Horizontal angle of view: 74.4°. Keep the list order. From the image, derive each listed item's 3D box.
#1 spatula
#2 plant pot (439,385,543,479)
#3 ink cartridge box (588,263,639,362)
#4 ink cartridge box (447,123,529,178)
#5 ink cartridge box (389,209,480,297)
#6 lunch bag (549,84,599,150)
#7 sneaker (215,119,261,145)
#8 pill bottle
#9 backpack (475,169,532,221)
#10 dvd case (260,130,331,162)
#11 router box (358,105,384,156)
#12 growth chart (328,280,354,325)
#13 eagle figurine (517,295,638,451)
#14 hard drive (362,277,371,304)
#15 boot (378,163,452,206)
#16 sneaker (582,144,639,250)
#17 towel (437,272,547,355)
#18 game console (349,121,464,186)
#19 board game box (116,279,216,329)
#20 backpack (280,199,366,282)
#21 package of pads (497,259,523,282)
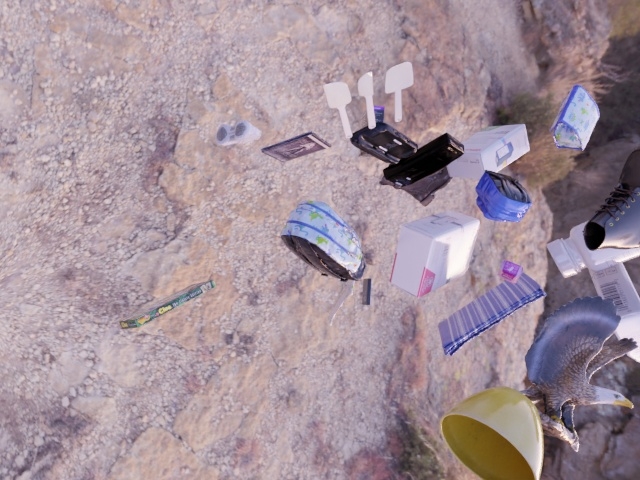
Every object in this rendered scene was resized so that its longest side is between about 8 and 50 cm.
[{"bbox_3d":[0.106,-0.280,0.875,0.242,0.168,0.019,44,30,-75],"label":"spatula"},{"bbox_3d":[0.249,0.260,0.586,0.095,0.134,0.134,-36,107,-33],"label":"plant pot"},{"bbox_3d":[0.897,0.233,1.219,0.385,0.091,0.308,52,33,-22],"label":"ink cartridge box"},{"bbox_3d":[0.527,-0.283,1.344,0.212,0.154,0.093,-31,114,-20],"label":"ink cartridge box"},{"bbox_3d":[0.363,0.035,1.331,0.283,0.117,0.207,-16,122,-42],"label":"ink cartridge box"},{"bbox_3d":[0.749,-0.362,1.252,0.151,0.096,0.128,34,80,-45],"label":"lunch bag"},{"bbox_3d":[-0.331,-0.419,1.709,0.115,0.232,0.090,11,87,-50],"label":"sneaker"},{"bbox_3d":[0.729,0.006,1.098,0.131,0.229,0.131,40,33,-34],"label":"pill bottle"},{"bbox_3d":[0.422,-0.090,0.971,0.098,0.101,0.120,7,34,-10],"label":"backpack"},{"bbox_3d":[-0.090,-0.352,1.596,0.164,0.221,0.018,11,69,-64],"label":"dvd case"},{"bbox_3d":[0.148,-0.316,1.247,0.046,0.179,0.133,2,99,-3],"label":"router box"},{"bbox_3d":[0.095,0.273,1.911,0.021,0.237,0.172,29,29,-1],"label":"growth chart"},{"bbox_3d":[0.561,0.294,0.930,0.225,0.226,0.298,23,69,8],"label":"eagle figurine"},{"bbox_3d":[0.236,0.261,2.148,0.022,0.094,0.135,5,83,-9],"label":"hard drive"},{"bbox_3d":[0.377,-0.270,1.630,0.229,0.263,0.091,32,30,-5],"label":"boot"},{"bbox_3d":[0.609,-0.080,0.841,0.118,0.083,0.222,-8,110,-13],"label":"sneaker"},{"bbox_3d":[0.514,0.222,1.310,0.040,0.336,0.243,53,14,1],"label":"towel"},{"bbox_3d":[0.230,-0.242,1.134,0.361,0.213,0.043,12,58,-48],"label":"game console"},{"bbox_3d":[-0.447,0.186,1.237,0.260,0.136,0.030,-29,98,-47],"label":"board game box"},{"bbox_3d":[0.000,0.000,1.700,0.356,0.290,0.273,22,86,-44],"label":"backpack"},{"bbox_3d":[0.474,0.079,1.056,0.032,0.050,0.083,-62,157,-8],"label":"package of pads"}]
